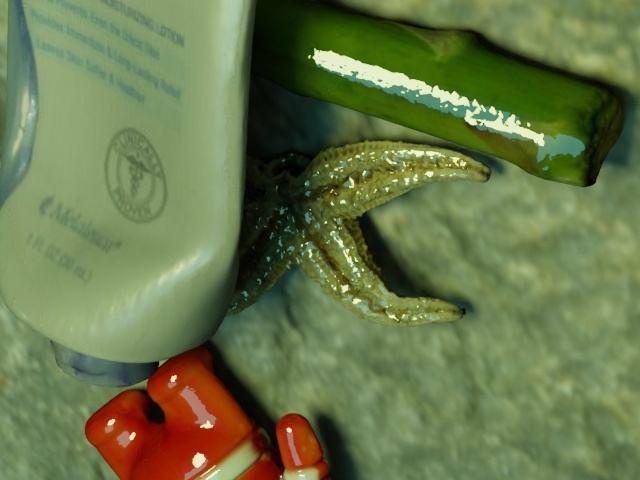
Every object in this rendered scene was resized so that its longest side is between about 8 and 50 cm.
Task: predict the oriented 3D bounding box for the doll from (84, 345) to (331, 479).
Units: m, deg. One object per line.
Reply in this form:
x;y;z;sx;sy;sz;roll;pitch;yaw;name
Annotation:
-0.026;0.231;1.313;0.200;0.105;0.336;-36;94;34;doll

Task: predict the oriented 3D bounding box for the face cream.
-0.116;-0.099;1.105;0.235;0.137;0.420;31;125;38;face cream

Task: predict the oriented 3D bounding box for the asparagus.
0.044;-0.100;1.091;0.277;0.060;0.067;17;114;13;asparagus

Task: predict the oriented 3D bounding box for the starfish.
-0.001;0.002;1.181;0.247;0.050;0.138;0;119;30;starfish
